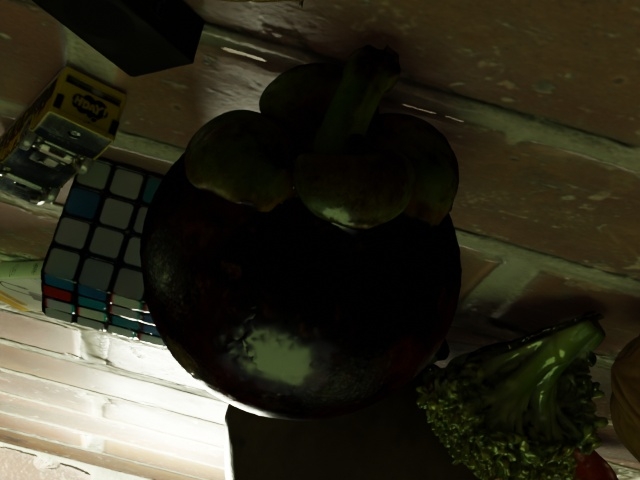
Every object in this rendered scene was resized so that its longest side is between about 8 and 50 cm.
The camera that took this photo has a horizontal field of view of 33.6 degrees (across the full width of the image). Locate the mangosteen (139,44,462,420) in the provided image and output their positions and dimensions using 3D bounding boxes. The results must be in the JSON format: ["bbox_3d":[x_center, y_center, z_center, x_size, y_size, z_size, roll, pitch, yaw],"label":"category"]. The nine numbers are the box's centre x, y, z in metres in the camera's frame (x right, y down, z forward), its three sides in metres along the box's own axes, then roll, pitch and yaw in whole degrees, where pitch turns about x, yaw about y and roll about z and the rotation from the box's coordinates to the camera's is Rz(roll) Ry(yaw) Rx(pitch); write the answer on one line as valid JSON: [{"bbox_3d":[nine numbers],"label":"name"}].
[{"bbox_3d":[-0.012,0.007,0.935,0.311,0.311,0.311,11,157,5],"label":"mangosteen"}]

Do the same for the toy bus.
[{"bbox_3d":[-0.278,-0.099,1.080,0.081,0.074,0.226,23,155,-24],"label":"toy bus"}]

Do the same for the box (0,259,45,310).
[{"bbox_3d":[-0.405,0.068,1.588,0.247,0.033,0.129,-3,153,33],"label":"box"}]

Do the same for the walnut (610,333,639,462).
[{"bbox_3d":[0.432,0.175,1.175,0.228,0.228,0.228,11,157,5],"label":"walnut"}]

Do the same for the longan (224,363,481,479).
[{"bbox_3d":[0.046,0.310,1.527,0.405,0.336,0.404,2,-165,-1],"label":"longan"}]

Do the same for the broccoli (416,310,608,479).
[{"bbox_3d":[0.260,0.213,1.306,0.243,0.180,0.273,2,157,-43],"label":"broccoli"}]

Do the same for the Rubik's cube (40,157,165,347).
[{"bbox_3d":[-0.222,0.015,1.209,0.155,0.154,0.151,16,156,-8],"label":"Rubik's cube"}]

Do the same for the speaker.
[{"bbox_3d":[-0.191,-0.207,0.821,0.082,0.044,0.218,-4,152,36],"label":"speaker"}]

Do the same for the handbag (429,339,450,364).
[{"bbox_3d":[0.054,0.100,1.302,0.213,0.127,0.235,10,169,11],"label":"handbag"}]

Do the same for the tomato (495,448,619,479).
[{"bbox_3d":[0.387,0.405,1.788,0.233,0.139,0.200,9,138,3],"label":"tomato"}]

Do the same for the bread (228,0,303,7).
[{"bbox_3d":[-0.083,-0.241,0.567,0.254,0.142,0.227,15,158,3],"label":"bread"}]
